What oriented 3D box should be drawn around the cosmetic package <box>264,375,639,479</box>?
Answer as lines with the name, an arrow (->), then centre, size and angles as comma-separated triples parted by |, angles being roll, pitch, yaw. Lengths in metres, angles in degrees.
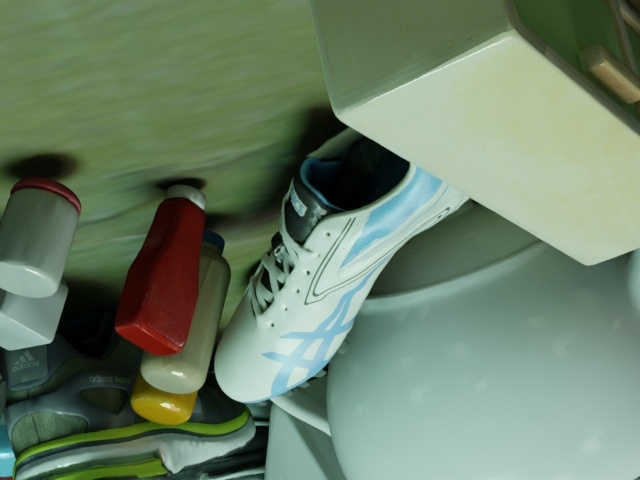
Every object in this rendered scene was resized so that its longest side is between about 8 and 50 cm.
cosmetic package -> 0.157, 0.313, 1.173 | 0.327, 0.329, 0.393 | -15, 139, -21

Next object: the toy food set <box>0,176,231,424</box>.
toy food set -> -0.127, 0.012, 0.868 | 0.111, 0.104, 0.232 | -13, 143, 40

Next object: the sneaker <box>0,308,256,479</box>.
sneaker -> -0.128, 0.106, 1.037 | 0.111, 0.121, 0.300 | -18, 176, 11

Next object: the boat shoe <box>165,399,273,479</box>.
boat shoe -> -0.014, 0.188, 1.278 | 0.306, 0.105, 0.113 | 12, 147, -44

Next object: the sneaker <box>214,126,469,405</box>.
sneaker -> 0.000, 0.000, 0.835 | 0.086, 0.085, 0.237 | 19, 125, -31

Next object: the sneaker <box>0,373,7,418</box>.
sneaker -> -0.325, 0.087, 0.869 | 0.271, 0.108, 0.100 | -1, 118, -35

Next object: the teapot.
teapot -> 0.101, 0.055, 0.938 | 0.256, 0.187, 0.252 | -24, -172, -14

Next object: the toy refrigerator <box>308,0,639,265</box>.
toy refrigerator -> 0.105, -0.078, 0.717 | 0.094, 0.102, 0.269 | -23, 154, 25

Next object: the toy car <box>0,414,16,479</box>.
toy car -> -0.273, 0.250, 1.076 | 0.210, 0.238, 0.219 | -3, 146, -11
